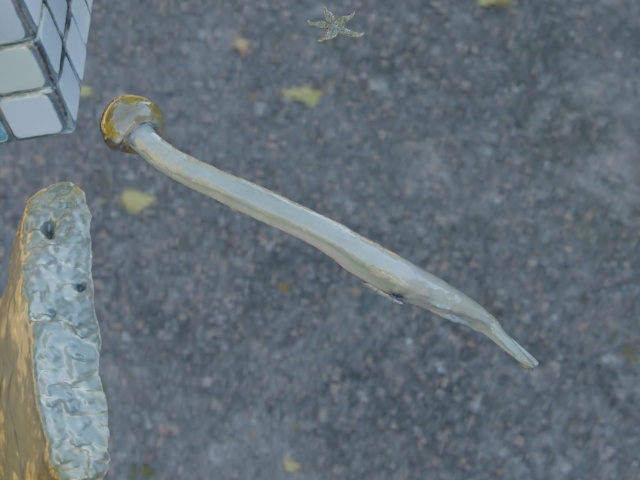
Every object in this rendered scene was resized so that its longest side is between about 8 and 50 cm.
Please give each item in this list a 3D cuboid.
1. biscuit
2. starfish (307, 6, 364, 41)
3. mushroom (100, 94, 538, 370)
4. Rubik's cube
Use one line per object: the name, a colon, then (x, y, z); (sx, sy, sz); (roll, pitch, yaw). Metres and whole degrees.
biscuit: (-0.345, 0.188, 1.638); (0.104, 0.446, 0.429); (3, 56, -22)
starfish: (0.024, -0.337, 2.172); (0.092, 0.016, 0.086); (18, 53, -2)
mushroom: (0.001, -0.003, 0.819); (0.306, 0.043, 0.068); (30, 22, 3)
Rubik's cube: (-0.386, -0.257, 1.364); (0.253, 0.259, 0.256); (-9, 50, 8)
